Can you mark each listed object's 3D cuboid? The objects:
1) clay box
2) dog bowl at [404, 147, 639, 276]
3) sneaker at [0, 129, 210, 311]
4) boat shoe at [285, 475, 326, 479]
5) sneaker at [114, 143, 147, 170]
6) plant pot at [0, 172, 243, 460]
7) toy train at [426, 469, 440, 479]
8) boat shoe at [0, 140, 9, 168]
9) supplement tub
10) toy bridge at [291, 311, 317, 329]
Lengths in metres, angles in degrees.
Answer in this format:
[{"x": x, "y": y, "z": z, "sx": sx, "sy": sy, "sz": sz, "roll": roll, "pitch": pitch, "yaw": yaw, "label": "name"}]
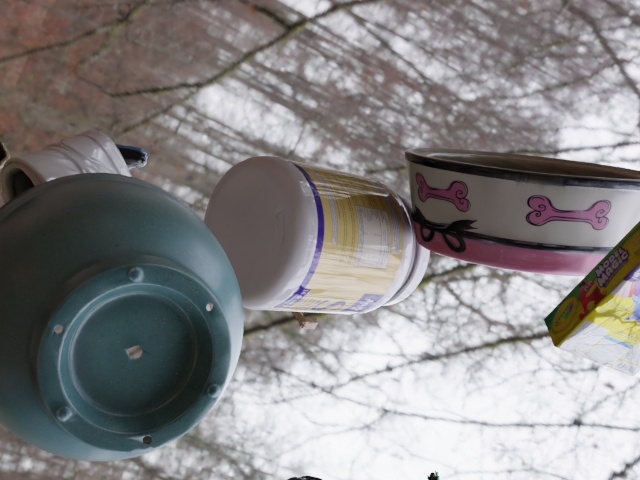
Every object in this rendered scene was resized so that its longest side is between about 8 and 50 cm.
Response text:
[{"x": 0.375, "y": 0.053, "z": 1.014, "sx": 0.222, "sy": 0.128, "sz": 0.053, "roll": -54, "pitch": -153, "yaw": 31, "label": "clay box"}, {"x": 0.327, "y": -0.051, "z": 1.420, "sx": 0.408, "sy": 0.408, "sz": 0.150, "roll": -152, "pitch": -114, "yaw": -67, "label": "dog bowl"}, {"x": -0.255, "y": 0.021, "z": 1.031, "sx": 0.108, "sy": 0.292, "sz": 0.169, "roll": -33, "pitch": -179, "yaw": 31, "label": "sneaker"}, {"x": 0.007, "y": 0.372, "z": 0.935, "sx": 0.095, "sy": 0.079, "sz": 0.254, "roll": -17, "pitch": -113, "yaw": 18, "label": "boat shoe"}, {"x": -0.357, "y": -0.093, "z": 1.419, "sx": 0.188, "sy": 0.067, "sz": 0.078, "roll": -24, "pitch": -112, "yaw": 1, "label": "sneaker"}, {"x": -0.196, "y": 0.088, "z": 0.863, "sx": 0.196, "sy": 0.293, "sz": 0.293, "roll": 20, "pitch": -93, "yaw": 64, "label": "plant pot"}, {"x": 0.153, "y": 0.323, "z": 1.158, "sx": 0.017, "sy": 0.023, "sz": 0.083, "roll": -33, "pitch": -173, "yaw": 5, "label": "toy train"}, {"x": -0.457, "y": -0.095, "z": 1.180, "sx": 0.257, "sy": 0.095, "sz": 0.095, "roll": 106, "pitch": -32, "yaw": -58, "label": "boat shoe"}, {"x": 0.000, "y": 0.000, "z": 1.475, "sx": 0.241, "sy": 0.331, "sz": 0.240, "roll": -7, "pitch": -101, "yaw": 44, "label": "supplement tub"}, {"x": -0.055, "y": 0.112, "z": 1.910, "sx": 0.188, "sy": 0.063, "sz": 0.026, "roll": -106, "pitch": -148, "yaw": -42, "label": "toy bridge"}]
